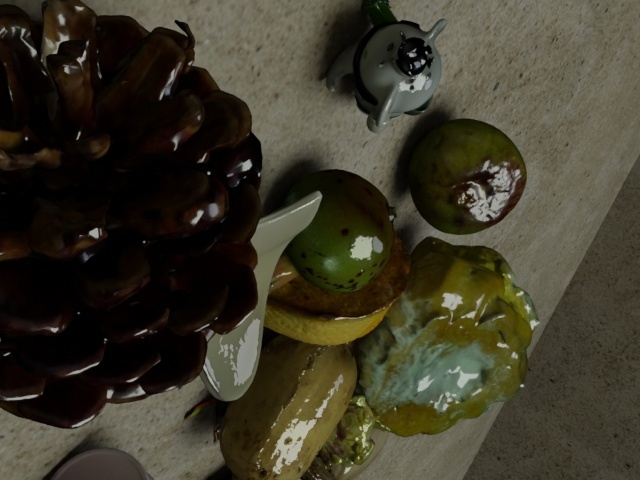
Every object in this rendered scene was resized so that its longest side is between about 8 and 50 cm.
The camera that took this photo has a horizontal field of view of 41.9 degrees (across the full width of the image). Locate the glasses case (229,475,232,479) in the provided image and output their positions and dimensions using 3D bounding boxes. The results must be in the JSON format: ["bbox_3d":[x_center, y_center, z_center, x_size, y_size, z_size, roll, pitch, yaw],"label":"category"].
[{"bbox_3d":[-0.091,0.349,1.387,0.075,0.049,0.218,-15,133,-56],"label":"glasses case"}]

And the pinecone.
[{"bbox_3d":[-0.166,-0.017,0.584,0.298,0.242,0.296,-36,151,-27],"label":"pinecone"}]

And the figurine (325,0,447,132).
[{"bbox_3d":[0.081,-0.192,0.961,0.147,0.126,0.192,-65,-171,-9],"label":"figurine"}]

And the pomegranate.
[{"bbox_3d":[0.000,0.000,1.047,0.205,0.159,0.159,-28,153,1],"label":"pomegranate"}]

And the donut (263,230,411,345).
[{"bbox_3d":[0.034,0.067,1.160,0.259,0.152,0.101,-32,147,-42],"label":"donut"}]

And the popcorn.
[{"bbox_3d":[0.039,0.285,1.273,0.089,0.096,0.109,-73,173,-52],"label":"popcorn"}]

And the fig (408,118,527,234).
[{"bbox_3d":[0.228,-0.106,1.304,0.191,0.181,0.181,-58,169,-64],"label":"fig"}]

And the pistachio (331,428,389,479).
[{"bbox_3d":[0.044,0.354,1.545,0.238,0.137,0.153,-34,112,-43],"label":"pistachio"}]

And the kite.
[{"bbox_3d":[-0.126,0.213,1.207,0.183,0.014,0.241,-33,147,-41],"label":"kite"}]

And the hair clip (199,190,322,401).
[{"bbox_3d":[-0.115,0.065,0.955,0.172,0.113,0.282,-23,133,-52],"label":"hair clip"}]

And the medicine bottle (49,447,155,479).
[{"bbox_3d":[-0.242,0.359,1.025,0.133,0.133,0.250,-44,154,-26],"label":"medicine bottle"}]

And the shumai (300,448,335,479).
[{"bbox_3d":[-0.020,0.335,1.314,0.139,0.123,0.105,19,94,-43],"label":"shumai"}]

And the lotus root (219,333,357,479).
[{"bbox_3d":[-0.039,0.222,1.192,0.284,0.146,0.160,-55,164,-11],"label":"lotus root"}]

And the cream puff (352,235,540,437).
[{"bbox_3d":[0.178,0.148,1.426,0.378,0.275,0.378,-11,129,-14],"label":"cream puff"}]
